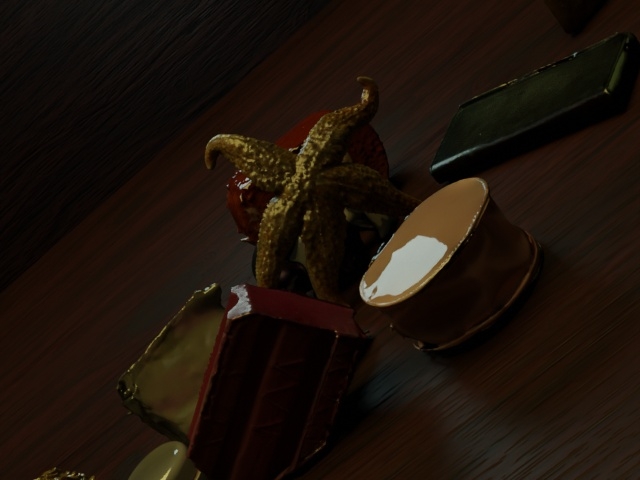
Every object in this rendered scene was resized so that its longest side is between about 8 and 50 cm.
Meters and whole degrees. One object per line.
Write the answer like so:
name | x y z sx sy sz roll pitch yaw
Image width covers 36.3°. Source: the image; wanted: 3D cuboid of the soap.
soap | -0.063 0.185 1.132 0.099 0.162 0.249 -119 46 -66

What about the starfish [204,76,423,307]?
starfish | -0.014 -0.069 1.366 0.375 0.327 0.094 -56 -4 -11

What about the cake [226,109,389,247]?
cake | -0.017 -0.083 1.593 0.283 0.177 0.151 -39 18 -5

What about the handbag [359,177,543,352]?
handbag | 0.150 0.031 1.115 0.205 0.116 0.179 -52 21 -21

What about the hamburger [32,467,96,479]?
hamburger | -0.323 0.407 1.177 0.243 0.146 0.286 -55 27 27

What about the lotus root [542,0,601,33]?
lotus root | 0.391 -0.411 1.550 0.095 0.135 0.159 -30 11 32

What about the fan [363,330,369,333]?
fan | -0.042 0.156 1.240 0.220 0.009 0.132 -22 -1 -32

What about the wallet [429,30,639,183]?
wallet | 0.299 -0.188 1.386 0.318 0.045 0.172 -23 31 43

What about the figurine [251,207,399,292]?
figurine | 0.000 0.000 1.450 0.222 0.145 0.145 -43 19 -3

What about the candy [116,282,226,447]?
candy | -0.167 0.182 1.313 0.195 0.137 0.185 -52 -9 -20

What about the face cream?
face cream | -0.172 0.309 1.178 0.117 0.104 0.117 -38 21 17
